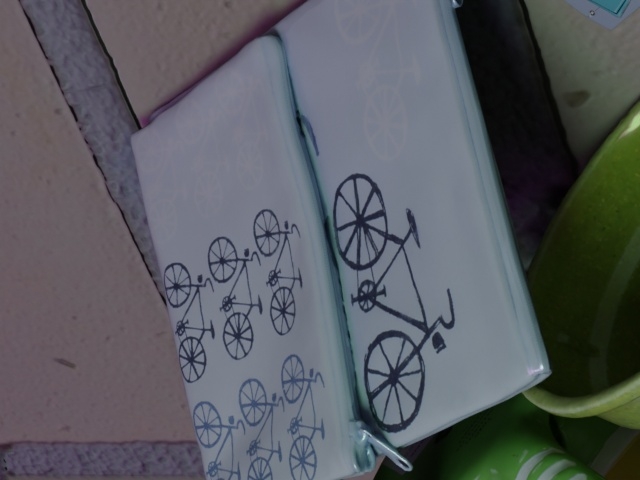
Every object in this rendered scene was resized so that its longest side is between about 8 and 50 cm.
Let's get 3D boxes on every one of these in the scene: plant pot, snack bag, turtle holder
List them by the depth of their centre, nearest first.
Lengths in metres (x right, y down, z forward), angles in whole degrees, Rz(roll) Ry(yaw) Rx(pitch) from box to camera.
[{"bbox_3d":[0.299,0.045,1.101,0.254,0.276,0.276,33,135,-16],"label":"plant pot"},{"bbox_3d":[0.000,0.000,1.201,0.342,0.037,0.323,-30,65,46],"label":"snack bag"},{"bbox_3d":[0.163,0.166,1.247,0.227,0.243,0.320,39,144,-7],"label":"turtle holder"}]

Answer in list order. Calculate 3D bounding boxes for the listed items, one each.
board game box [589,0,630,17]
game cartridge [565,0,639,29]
[{"bbox_3d":[0.072,-0.291,0.989,0.336,0.079,0.254,28,151,0],"label":"board game box"},{"bbox_3d":[0.166,-0.172,1.140,0.083,0.017,0.056,43,130,-8],"label":"game cartridge"}]
